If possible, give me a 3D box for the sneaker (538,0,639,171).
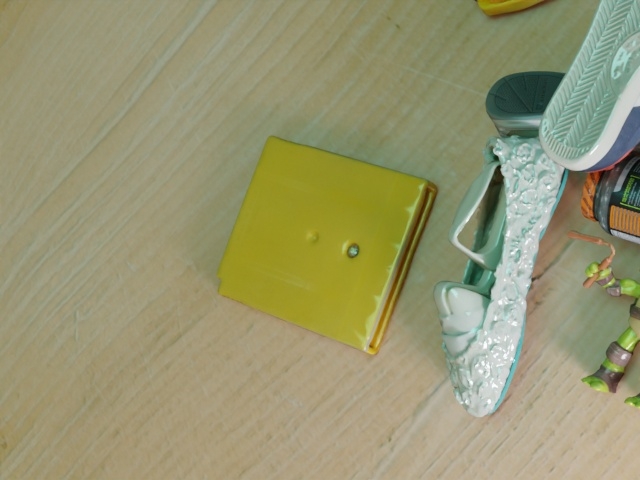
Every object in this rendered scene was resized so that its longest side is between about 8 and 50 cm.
[{"bbox_3d":[0.419,-0.241,1.493,0.131,0.148,0.350,43,107,33],"label":"sneaker"}]

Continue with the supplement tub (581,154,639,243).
[{"bbox_3d":[0.459,-0.047,1.559,0.190,0.117,0.117,21,88,32],"label":"supplement tub"}]

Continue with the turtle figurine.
[{"bbox_3d":[0.433,0.107,1.551,0.269,0.087,0.217,24,97,24],"label":"turtle figurine"}]

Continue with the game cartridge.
[{"bbox_3d":[0.000,0.000,1.857,0.324,0.053,0.285,19,87,35],"label":"game cartridge"}]

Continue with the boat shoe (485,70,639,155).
[{"bbox_3d":[0.399,-0.175,1.649,0.320,0.103,0.118,4,60,25],"label":"boat shoe"}]

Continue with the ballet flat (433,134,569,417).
[{"bbox_3d":[0.230,0.039,1.637,0.147,0.147,0.409,15,89,32],"label":"ballet flat"}]

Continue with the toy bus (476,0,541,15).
[{"bbox_3d":[0.261,-0.480,1.733,0.149,0.211,0.220,-13,72,25],"label":"toy bus"}]
